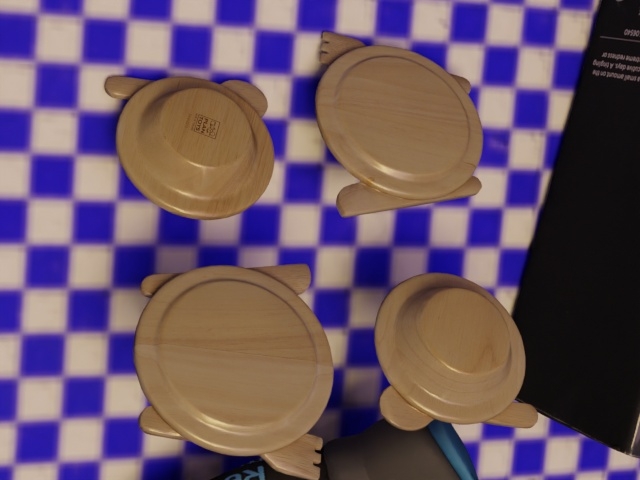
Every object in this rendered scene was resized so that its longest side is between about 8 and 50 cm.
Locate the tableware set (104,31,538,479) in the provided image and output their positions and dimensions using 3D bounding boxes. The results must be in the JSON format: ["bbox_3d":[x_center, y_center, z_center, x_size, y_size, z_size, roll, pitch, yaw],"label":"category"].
[{"bbox_3d":[0.000,0.000,0.537,0.141,0.020,0.168,1,61,-22],"label":"tableware set"}]

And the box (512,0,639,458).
[{"bbox_3d":[0.222,0.007,0.642,0.261,0.103,0.184,13,97,-26],"label":"box"}]

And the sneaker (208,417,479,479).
[{"bbox_3d":[0.022,0.227,0.602,0.140,0.125,0.340,-15,106,1],"label":"sneaker"}]
